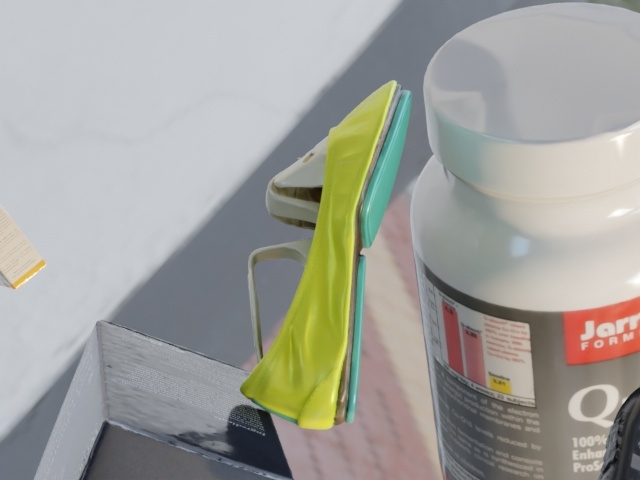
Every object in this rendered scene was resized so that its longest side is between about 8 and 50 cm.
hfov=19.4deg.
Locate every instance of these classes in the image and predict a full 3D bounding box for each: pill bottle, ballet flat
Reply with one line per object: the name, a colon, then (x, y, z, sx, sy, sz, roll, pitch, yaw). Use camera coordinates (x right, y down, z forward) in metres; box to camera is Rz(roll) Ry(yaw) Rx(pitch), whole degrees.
pill bottle: (0.172, 0.033, 1.310, 0.210, 0.210, 0.363, -106, -175, -53)
ballet flat: (0.000, 0.000, 1.105, 0.077, 0.077, 0.231, 9, 64, 5)

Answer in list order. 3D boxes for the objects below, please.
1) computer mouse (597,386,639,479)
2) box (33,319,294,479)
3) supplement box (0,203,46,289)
computer mouse: (0.158, 0.174, 0.933, 0.071, 0.041, 0.242, 28, 53, -11)
box: (-0.100, 0.152, 1.053, 0.108, 0.153, 0.207, 20, 8, -11)
supplement box: (-0.275, -0.009, 1.547, 0.098, 0.036, 0.062, 54, -16, -16)
